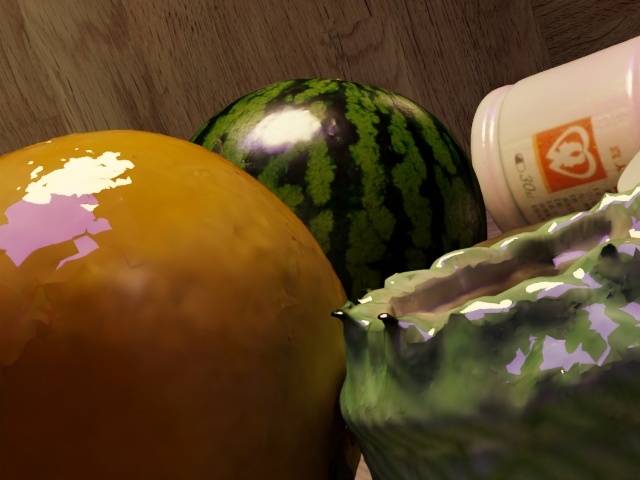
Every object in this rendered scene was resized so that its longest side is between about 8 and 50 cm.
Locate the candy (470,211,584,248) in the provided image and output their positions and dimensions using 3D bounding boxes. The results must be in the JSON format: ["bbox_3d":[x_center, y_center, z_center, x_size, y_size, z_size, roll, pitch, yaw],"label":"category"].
[{"bbox_3d":[0.152,0.048,0.728,0.104,0.102,0.234,-19,4,13],"label":"candy"}]

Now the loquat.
[{"bbox_3d":[-0.102,0.079,0.513,0.263,0.263,0.263,-20,5,2],"label":"loquat"}]

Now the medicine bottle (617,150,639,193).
[{"bbox_3d":[0.388,-0.057,0.811,0.179,0.124,0.324,-29,9,-21],"label":"medicine bottle"}]

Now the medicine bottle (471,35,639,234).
[{"bbox_3d":[0.340,-0.112,1.139,0.315,0.202,0.202,-17,6,43],"label":"medicine bottle"}]

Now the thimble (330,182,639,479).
[{"bbox_3d":[0.121,0.059,0.431,0.219,0.150,0.219,-21,5,2],"label":"thimble"}]

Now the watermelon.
[{"bbox_3d":[0.000,0.000,0.928,0.285,0.285,0.285,-20,5,2],"label":"watermelon"}]
